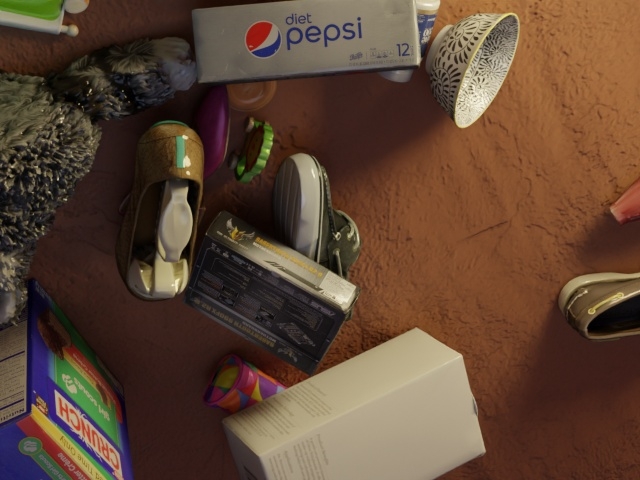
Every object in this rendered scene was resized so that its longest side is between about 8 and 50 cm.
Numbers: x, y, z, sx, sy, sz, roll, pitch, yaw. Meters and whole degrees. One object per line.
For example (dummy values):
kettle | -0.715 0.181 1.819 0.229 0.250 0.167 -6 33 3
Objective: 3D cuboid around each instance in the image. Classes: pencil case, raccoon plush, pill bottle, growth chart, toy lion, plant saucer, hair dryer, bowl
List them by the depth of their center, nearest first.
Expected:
growth chart | -0.371 -0.367 1.484 0.172 0.021 0.237 0 124 -14
raccoon plush | -0.347 -0.061 1.595 0.446 0.216 0.299 -13 133 -4
pill bottle | 0.116 -0.280 1.622 0.067 0.067 0.120 6 122 -16
bowl | 0.197 -0.248 1.637 0.080 0.170 0.170 30 122 21
plant saucer | -0.101 -0.215 1.649 0.083 0.013 0.083 -6 123 -9
toy lion | -0.094 -0.121 1.663 0.034 0.096 0.100 15 119 -21
hair dryer | 0.595 -0.057 1.870 0.293 0.080 0.223 -1 124 -12
pencil case | -0.080 0.276 1.933 0.104 0.104 0.236 -42 122 16

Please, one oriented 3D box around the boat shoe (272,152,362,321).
boat shoe | 0.000 0.000 1.769 0.119 0.121 0.335 -13 136 -13

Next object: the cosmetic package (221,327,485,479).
cosmetic package | 0.057 0.308 1.867 0.365 0.155 0.197 -23 113 -21

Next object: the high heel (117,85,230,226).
high heel | -0.202 -0.119 1.656 0.117 0.082 0.244 6 132 -21

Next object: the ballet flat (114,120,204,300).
ballet flat | -0.212 -0.002 1.620 0.116 0.124 0.342 1 135 -19

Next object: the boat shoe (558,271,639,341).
boat shoe | 0.560 0.098 1.955 0.324 0.096 0.116 -8 124 -7

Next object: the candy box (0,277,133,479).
candy box | -0.387 0.252 1.712 0.122 0.317 0.268 -27 125 6

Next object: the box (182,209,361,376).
box | -0.075 0.080 1.730 0.231 0.056 0.183 29 141 4

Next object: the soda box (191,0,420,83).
soda box | -0.016 -0.259 1.537 0.286 0.091 0.098 -4 94 6
